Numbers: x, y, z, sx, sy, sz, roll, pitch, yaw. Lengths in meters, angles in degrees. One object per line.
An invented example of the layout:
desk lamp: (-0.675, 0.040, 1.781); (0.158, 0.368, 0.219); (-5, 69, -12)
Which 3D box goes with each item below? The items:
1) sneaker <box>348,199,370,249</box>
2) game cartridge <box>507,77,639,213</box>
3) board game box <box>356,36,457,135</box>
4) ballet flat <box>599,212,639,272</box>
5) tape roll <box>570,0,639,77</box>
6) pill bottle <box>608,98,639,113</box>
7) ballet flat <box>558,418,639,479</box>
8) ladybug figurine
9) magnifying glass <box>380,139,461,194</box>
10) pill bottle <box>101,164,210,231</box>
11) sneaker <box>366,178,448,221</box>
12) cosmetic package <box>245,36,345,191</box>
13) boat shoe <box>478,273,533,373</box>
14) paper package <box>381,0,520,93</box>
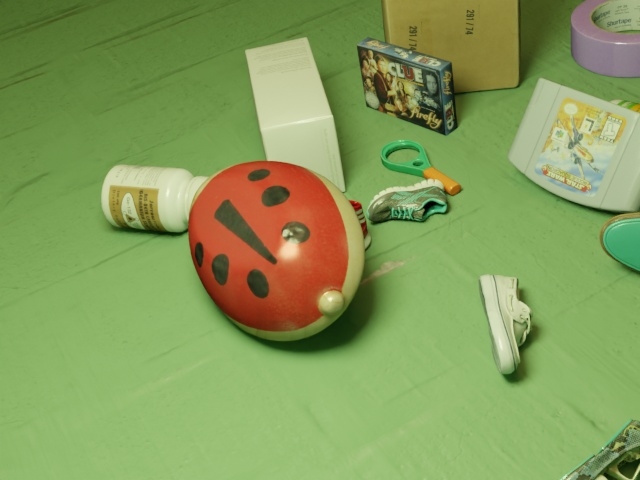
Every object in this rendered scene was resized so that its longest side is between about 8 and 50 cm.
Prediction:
sneaker: (0.000, 0.000, 1.771); (0.087, 0.128, 0.221); (20, 47, 34)
game cartridge: (0.498, -0.172, 1.815); (0.297, 0.198, 0.062); (30, 12, 40)
board game box: (0.190, -0.343, 2.130); (0.042, 0.165, 0.243); (-37, 43, -29)
ballet flat: (0.650, 0.006, 1.622); (0.342, 0.116, 0.124); (6, 21, 21)
tape roll: (0.720, -0.483, 2.232); (0.274, 0.090, 0.275); (-8, 37, 6)
pill bottle: (0.603, -0.194, 1.852); (0.245, 0.136, 0.136); (24, 50, 37)
ballet flat: (0.392, 0.317, 1.321); (0.188, 0.070, 0.070); (-33, 42, -21)
ladybug figurine: (-0.098, -0.001, 1.690); (0.305, 0.162, 0.449); (-55, 42, 1)
magnifying glass: (0.208, -0.152, 1.997); (0.092, 0.026, 0.231); (-27, 41, -20)
pill bottle: (-0.316, -0.084, 1.960); (0.229, 0.131, 0.131); (5, 40, 21)
sneaker: (0.172, -0.067, 1.869); (0.166, 0.065, 0.076); (-19, 42, -7)
cosmetic package: (-0.060, -0.262, 2.069); (0.155, 0.197, 0.366); (-13, 39, -3)
boat shoe: (0.308, 0.124, 1.568); (0.075, 0.083, 0.226); (-9, 37, 6)
paper package: (0.295, -0.511, 2.185); (0.309, 0.325, 0.168); (-4, 38, 9)
